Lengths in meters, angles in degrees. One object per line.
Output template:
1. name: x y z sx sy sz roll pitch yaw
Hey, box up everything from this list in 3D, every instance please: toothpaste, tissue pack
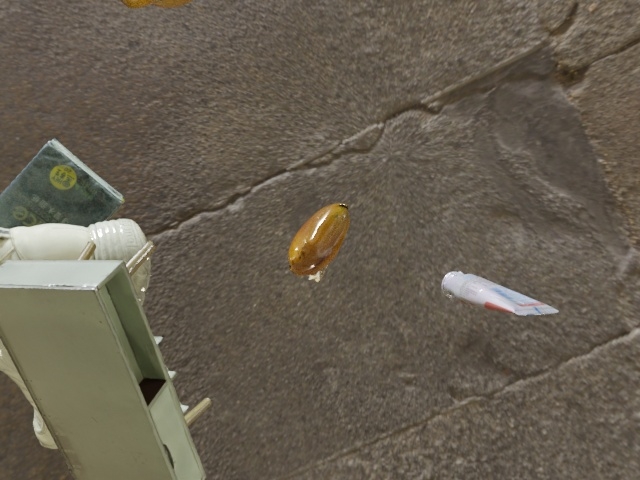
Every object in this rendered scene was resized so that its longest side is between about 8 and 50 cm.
1. toothpaste: 0.304 0.099 1.181 0.089 0.234 0.057 -1 97 -26
2. tissue pack: -0.548 -0.048 1.342 0.185 0.081 0.257 42 93 -17

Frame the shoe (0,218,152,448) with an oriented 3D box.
1. shoe: -0.354 0.118 0.829 0.210 0.132 0.342 7 117 -32

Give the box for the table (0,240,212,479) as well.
1. table: -0.179 0.111 0.602 0.121 0.111 0.240 1 121 22

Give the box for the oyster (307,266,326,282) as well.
1. oyster: -0.014 0.027 1.375 0.051 0.148 0.103 -2 111 -33

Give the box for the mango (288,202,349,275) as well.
1. mango: 0.000 0.000 0.976 0.063 0.077 0.127 41 75 -17

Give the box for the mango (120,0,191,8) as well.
1. mango: -0.175 -0.358 0.784 0.120 0.295 0.177 13 121 -17
